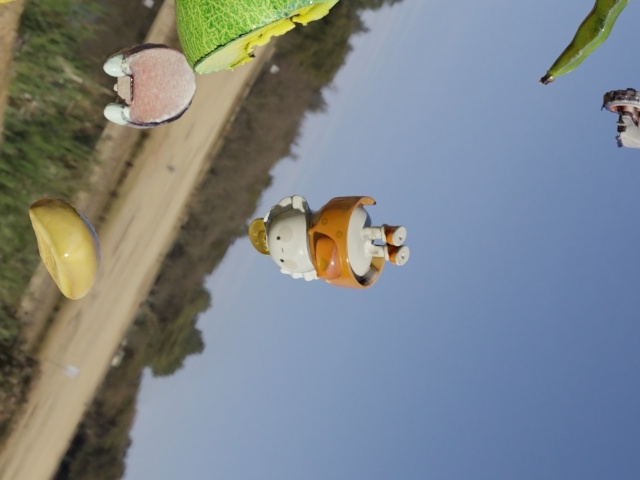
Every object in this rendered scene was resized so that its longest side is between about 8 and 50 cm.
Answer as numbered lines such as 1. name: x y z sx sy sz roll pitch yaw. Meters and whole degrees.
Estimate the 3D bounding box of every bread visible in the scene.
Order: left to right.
1. bread: -0.451 0.008 1.811 0.098 0.147 0.217 -32 164 -23

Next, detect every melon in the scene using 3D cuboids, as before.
1. melon: -0.115 -0.307 1.206 0.129 0.169 0.265 -22 -178 -36

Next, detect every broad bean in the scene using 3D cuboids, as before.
1. broad bean: 0.495 -0.391 1.798 0.297 0.060 0.043 -59 167 27

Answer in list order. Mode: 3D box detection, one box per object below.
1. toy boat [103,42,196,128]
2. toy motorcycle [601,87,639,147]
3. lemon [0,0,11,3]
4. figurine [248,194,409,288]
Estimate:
1. toy boat: -0.326 -0.287 1.863 0.227 0.085 0.155 -22 116 -55
2. toy motorcycle: 0.472 -0.163 1.413 0.215 0.122 0.080 23 75 -59
3. lemon: -0.458 -0.466 1.379 0.260 0.260 0.284 160 -64 -76
4. figurine: 0.007 -0.003 1.508 0.271 0.143 0.143 11 -110 46
